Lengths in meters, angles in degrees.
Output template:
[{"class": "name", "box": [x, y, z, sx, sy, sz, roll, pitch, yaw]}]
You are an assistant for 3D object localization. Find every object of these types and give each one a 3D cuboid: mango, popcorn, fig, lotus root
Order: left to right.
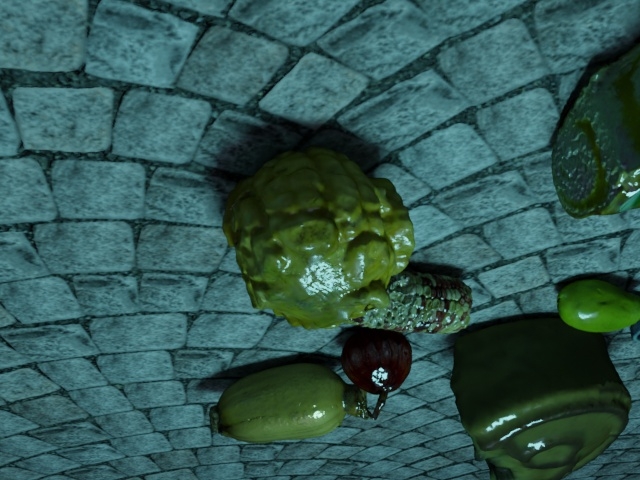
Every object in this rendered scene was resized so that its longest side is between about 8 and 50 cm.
[{"class": "lotus root", "box": [-0.061, 0.299, 1.609, 0.303, 0.130, 0.146, -9, 149, 6]}, {"class": "popcorn", "box": [0.000, 0.000, 1.076, 0.250, 0.190, 0.250, 4, 150, 3]}, {"class": "fig", "box": [0.092, 0.217, 1.520, 0.128, 0.150, 0.128, 18, 134, 20]}, {"class": "mango", "box": [0.479, 0.113, 1.466, 0.165, 0.074, 0.091, 6, 124, -12]}]

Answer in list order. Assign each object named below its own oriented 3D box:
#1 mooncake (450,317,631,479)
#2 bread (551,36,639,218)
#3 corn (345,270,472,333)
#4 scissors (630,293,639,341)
[{"class": "mooncake", "box": [0.381, 0.318, 1.655, 0.394, 0.246, 0.393, 9, 139, -33]}, {"class": "bread", "box": [0.383, -0.121, 0.990, 0.156, 0.158, 0.260, -6, 152, -10]}, {"class": "corn", "box": [0.101, 0.088, 1.331, 0.290, 0.098, 0.098, 9, 146, -24]}, {"class": "scissors", "box": [0.680, 0.084, 1.532, 0.383, 0.029, 0.256, -32, 143, 33]}]
